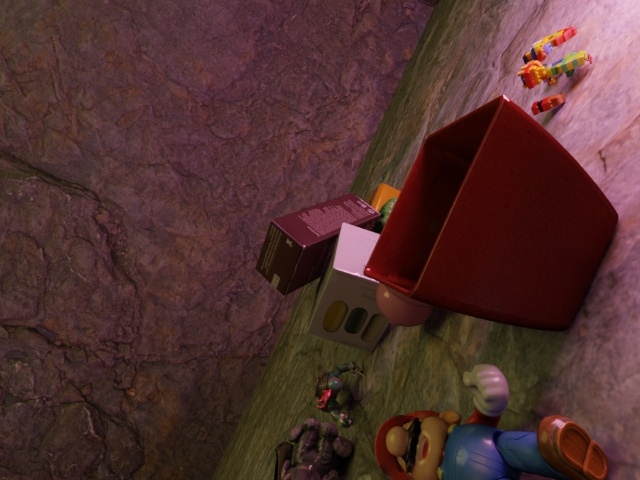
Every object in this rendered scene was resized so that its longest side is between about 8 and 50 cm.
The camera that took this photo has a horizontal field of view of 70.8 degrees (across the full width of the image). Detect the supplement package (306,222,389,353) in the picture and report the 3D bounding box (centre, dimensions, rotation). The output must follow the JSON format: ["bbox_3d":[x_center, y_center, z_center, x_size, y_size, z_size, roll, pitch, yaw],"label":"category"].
[{"bbox_3d":[0.103,0.133,1.242,0.198,0.199,0.262,-75,4,-51],"label":"supplement package"}]

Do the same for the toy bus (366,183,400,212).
[{"bbox_3d":[0.191,-0.031,1.636,0.332,0.108,0.130,-67,9,-20],"label":"toy bus"}]

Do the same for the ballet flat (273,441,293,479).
[{"bbox_3d":[-0.142,0.777,1.485,0.249,0.058,0.084,-76,13,-56],"label":"ballet flat"}]

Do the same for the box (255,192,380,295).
[{"bbox_3d":[0.000,0.000,1.371,0.381,0.143,0.191,-25,-34,-48],"label":"box"}]

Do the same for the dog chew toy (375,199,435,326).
[{"bbox_3d":[0.215,0.040,0.933,0.206,0.207,0.331,-79,8,-62],"label":"dog chew toy"}]

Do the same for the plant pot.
[{"bbox_3d":[0.249,-0.009,0.665,0.267,0.236,0.267,-65,7,-1],"label":"plant pot"}]

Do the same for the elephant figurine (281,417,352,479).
[{"bbox_3d":[-0.034,0.552,1.038,0.169,0.186,0.239,-32,16,33],"label":"elephant figurine"}]

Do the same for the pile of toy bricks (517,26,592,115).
[{"bbox_3d":[0.461,-0.332,0.862,0.105,0.118,0.212,-15,26,43],"label":"pile of toy bricks"}]

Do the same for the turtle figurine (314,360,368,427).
[{"bbox_3d":[0.042,0.408,1.236,0.234,0.118,0.175,118,174,-66],"label":"turtle figurine"}]

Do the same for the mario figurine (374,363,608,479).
[{"bbox_3d":[0.161,0.275,0.564,0.198,0.170,0.320,-30,-2,-29],"label":"mario figurine"}]

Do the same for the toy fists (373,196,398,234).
[{"bbox_3d":[0.213,-0.008,1.476,0.142,0.096,0.279,108,-177,-71],"label":"toy fists"}]
